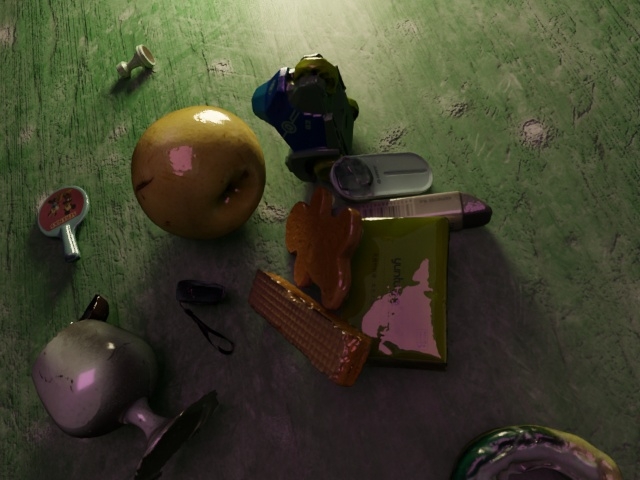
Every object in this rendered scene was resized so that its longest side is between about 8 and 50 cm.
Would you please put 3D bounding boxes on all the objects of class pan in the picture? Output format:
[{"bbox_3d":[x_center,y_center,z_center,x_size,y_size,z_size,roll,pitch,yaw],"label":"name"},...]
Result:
[{"bbox_3d":[-0.548,0.223,1.137,0.048,0.128,0.202,33,72,-21],"label":"pan"}]

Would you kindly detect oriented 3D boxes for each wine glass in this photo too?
[{"bbox_3d":[-0.405,0.311,1.004,0.323,0.238,0.238,33,80,14],"label":"wine glass"}]

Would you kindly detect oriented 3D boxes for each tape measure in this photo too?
[{"bbox_3d":[-0.264,0.172,1.100,0.104,0.107,0.179,-8,85,-30],"label":"tape measure"}]

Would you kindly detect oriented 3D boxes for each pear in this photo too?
[{"bbox_3d":[-0.276,-0.155,1.115,0.309,0.309,0.309,-5,68,12],"label":"pear"}]

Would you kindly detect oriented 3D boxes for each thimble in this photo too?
[{"bbox_3d":[0.352,0.434,0.798,0.288,0.167,0.254,-1,70,15],"label":"thimble"}]

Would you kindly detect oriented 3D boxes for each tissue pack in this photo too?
[{"bbox_3d":[0.151,0.105,0.972,0.200,0.167,0.274,0,70,16],"label":"tissue pack"}]

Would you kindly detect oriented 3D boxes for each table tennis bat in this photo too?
[{"bbox_3d":[-0.675,-0.044,1.310,0.153,0.040,0.244,-27,61,2],"label":"table tennis bat"}]

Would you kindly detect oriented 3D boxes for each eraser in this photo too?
[{"bbox_3d":[0.183,-0.050,1.068,0.352,0.089,0.061,-6,65,11],"label":"eraser"}]

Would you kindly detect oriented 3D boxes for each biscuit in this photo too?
[{"bbox_3d":[-0.037,0.156,0.958,0.379,0.054,0.094,25,96,55],"label":"biscuit"},{"bbox_3d":[0.000,0.000,1.013,0.047,0.340,0.216,11,96,-24],"label":"biscuit"}]

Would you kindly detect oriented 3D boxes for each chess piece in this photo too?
[{"bbox_3d":[-0.544,-0.518,1.445,0.103,0.067,0.067,-26,65,13],"label":"chess piece"}]

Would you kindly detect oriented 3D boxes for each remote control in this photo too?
[{"bbox_3d":[0.134,-0.137,1.080,0.247,0.052,0.104,-7,71,-22],"label":"remote control"}]

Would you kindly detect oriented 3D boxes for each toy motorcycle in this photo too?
[{"bbox_3d":[-0.031,-0.275,1.079,0.200,0.326,0.191,0,69,16],"label":"toy motorcycle"}]
